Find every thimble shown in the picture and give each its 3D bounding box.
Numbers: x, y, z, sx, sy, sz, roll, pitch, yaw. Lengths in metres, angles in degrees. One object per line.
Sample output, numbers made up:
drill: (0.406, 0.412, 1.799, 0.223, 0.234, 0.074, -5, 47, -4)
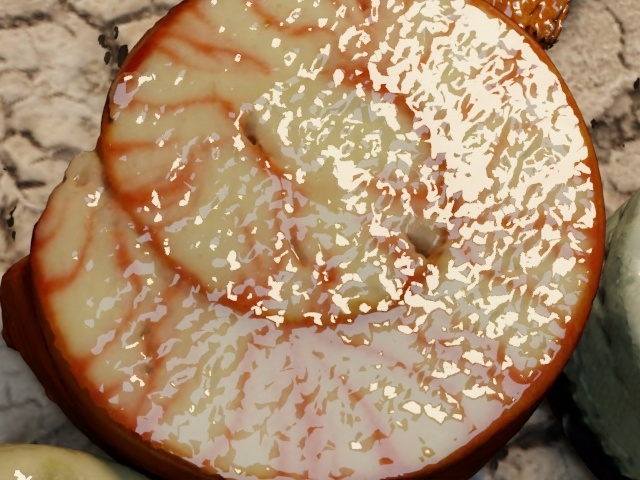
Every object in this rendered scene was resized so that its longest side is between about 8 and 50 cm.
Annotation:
thimble: (0.254, 0.067, 0.773, 0.237, 0.150, 0.237, 4, 69, -10)

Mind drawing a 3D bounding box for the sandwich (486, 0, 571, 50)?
sandwich: (0.111, -0.210, 0.898, 0.159, 0.079, 0.235, 37, 69, -8)

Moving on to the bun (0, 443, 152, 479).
bun: (-0.152, 0.206, 0.641, 0.237, 0.116, 0.210, 18, 58, -31)

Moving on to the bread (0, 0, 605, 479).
bread: (0.004, -0.001, 0.738, 0.295, 0.114, 0.327, 28, 69, 9)
